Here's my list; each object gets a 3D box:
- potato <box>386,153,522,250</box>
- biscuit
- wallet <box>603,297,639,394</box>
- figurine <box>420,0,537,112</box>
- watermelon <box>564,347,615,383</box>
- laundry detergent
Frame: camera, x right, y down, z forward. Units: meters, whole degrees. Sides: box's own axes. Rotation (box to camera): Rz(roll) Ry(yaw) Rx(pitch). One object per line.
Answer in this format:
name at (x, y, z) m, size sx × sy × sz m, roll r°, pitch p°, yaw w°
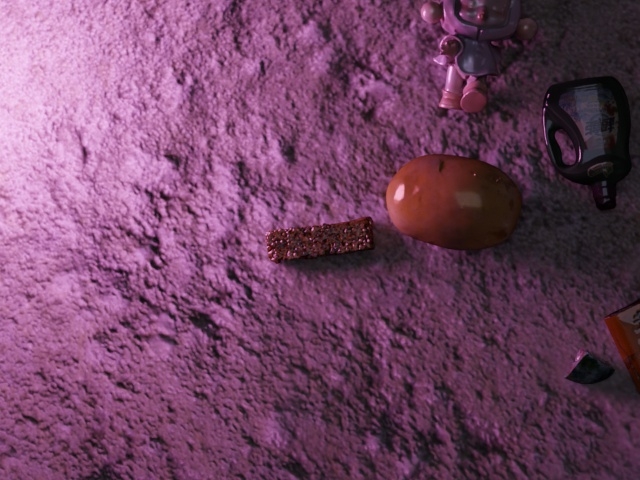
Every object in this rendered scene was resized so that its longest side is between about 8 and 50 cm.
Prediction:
potato at (0.226, -0.070, 1.756) m, size 0.233 × 0.146 × 0.150 m, roll 9°, pitch 58°, yaw 13°
biscuit at (0.000, 0.000, 1.843) m, size 0.199 × 0.034 × 0.064 m, roll -8°, pitch 85°, yaw 12°
wallet at (0.589, 0.154, 1.704) m, size 0.195 × 0.042 × 0.161 m, roll -26°, pitch 81°, yaw 9°
figurine at (0.266, -0.357, 1.767) m, size 0.200 × 0.133 × 0.276 m, roll 11°, pitch 93°, yaw 0°
watermelon at (0.454, 0.207, 1.735) m, size 0.085 × 0.085 × 0.061 m, roll -17°, pitch 53°, yaw 10°
laundry detergent at (0.453, -0.159, 1.740) m, size 0.144 × 0.078 × 0.222 m, roll -6°, pitch 87°, yaw 13°
